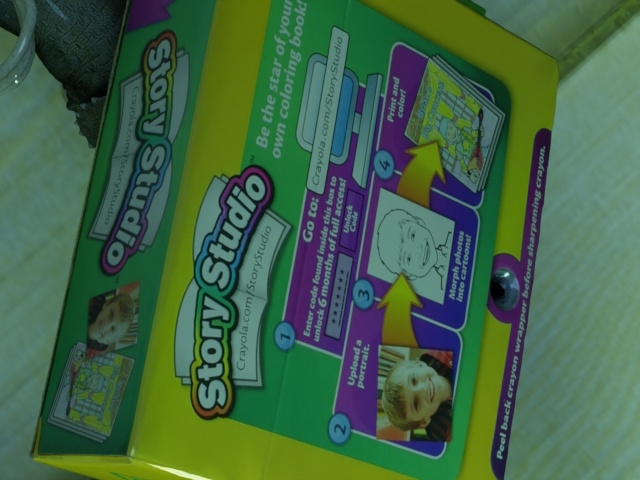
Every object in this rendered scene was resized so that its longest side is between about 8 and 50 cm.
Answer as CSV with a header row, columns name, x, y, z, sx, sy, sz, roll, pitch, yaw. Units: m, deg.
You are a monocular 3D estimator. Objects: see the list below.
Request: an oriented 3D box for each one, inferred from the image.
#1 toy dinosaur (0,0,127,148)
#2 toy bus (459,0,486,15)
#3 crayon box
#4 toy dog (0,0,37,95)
name,x,y,z,sx,sy,sz,roll,pitch,yaw
toy dinosaur,-0.168,-0.151,1.203,0.121,0.160,0.313,-36,102,-5
toy bus,0.087,-0.248,1.267,0.191,0.104,0.202,44,88,-12
crayon box,0.000,0.000,1.159,0.313,0.106,0.363,23,70,-39
toy dog,-0.319,-0.229,1.108,0.220,0.161,0.334,-14,81,27
